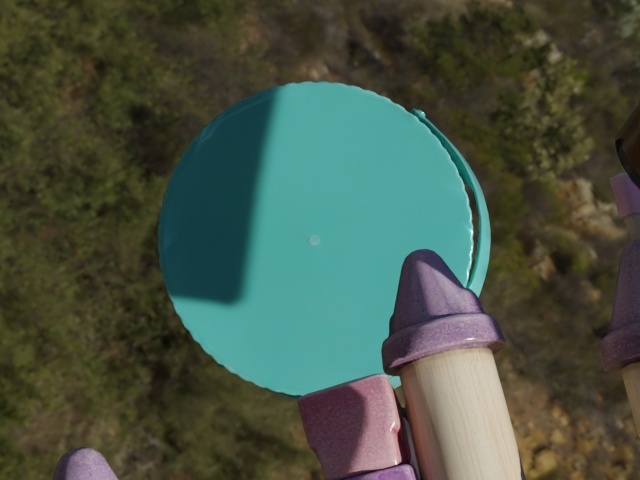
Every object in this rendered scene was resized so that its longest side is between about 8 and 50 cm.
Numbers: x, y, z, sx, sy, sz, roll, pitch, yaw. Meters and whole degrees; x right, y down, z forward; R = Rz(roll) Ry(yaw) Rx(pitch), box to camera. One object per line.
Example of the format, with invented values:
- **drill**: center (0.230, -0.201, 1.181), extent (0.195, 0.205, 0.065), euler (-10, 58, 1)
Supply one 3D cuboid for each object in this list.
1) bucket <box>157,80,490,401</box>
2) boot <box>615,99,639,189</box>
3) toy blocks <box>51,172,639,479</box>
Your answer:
- **bucket**: center (0.000, 0.000, 0.985), extent (0.281, 0.281, 0.183), euler (62, 2, 0)
- **boot**: center (0.218, -0.016, 0.402), extent (0.219, 0.082, 0.106), euler (29, -46, 7)
- **toy blocks**: center (0.057, 0.130, 0.511), extent (0.309, 0.289, 0.260), euler (41, 34, -68)
